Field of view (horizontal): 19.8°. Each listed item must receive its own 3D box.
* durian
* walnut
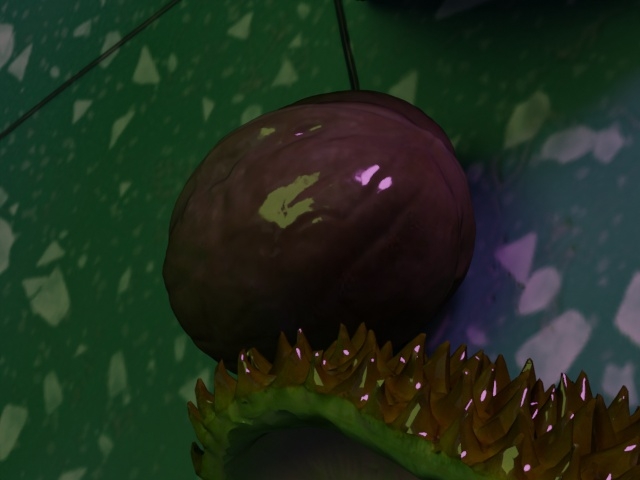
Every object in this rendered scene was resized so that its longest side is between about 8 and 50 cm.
[{"bbox_3d":[0.066,0.131,0.749,0.352,0.158,0.169,20,96,45],"label":"durian"},{"bbox_3d":[-0.001,-0.001,0.893,0.162,0.140,0.140,-48,42,32],"label":"walnut"}]
